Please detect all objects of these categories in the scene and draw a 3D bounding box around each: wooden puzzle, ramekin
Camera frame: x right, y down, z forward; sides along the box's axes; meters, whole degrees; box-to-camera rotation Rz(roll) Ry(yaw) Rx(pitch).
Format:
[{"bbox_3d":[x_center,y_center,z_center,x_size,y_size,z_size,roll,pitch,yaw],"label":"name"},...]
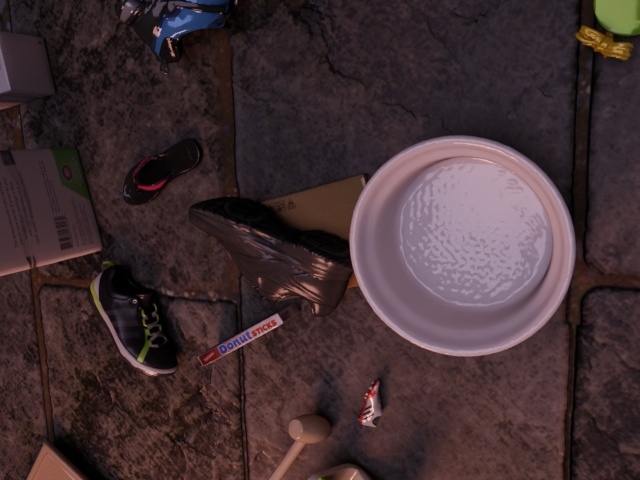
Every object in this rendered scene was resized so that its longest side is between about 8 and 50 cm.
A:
[{"bbox_3d":[-0.519,0.549,1.304,0.221,0.044,0.238,37,116,13],"label":"wooden puzzle"},{"bbox_3d":[0.190,-0.001,0.835,0.278,0.135,0.277,5,102,23],"label":"ramekin"}]

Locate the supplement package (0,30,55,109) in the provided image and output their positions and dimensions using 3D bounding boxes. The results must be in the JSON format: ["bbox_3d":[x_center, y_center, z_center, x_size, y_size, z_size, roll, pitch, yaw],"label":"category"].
[{"bbox_3d":[-0.590,-0.300,1.141,0.180,0.105,0.105,-8,95,25],"label":"supplement package"}]

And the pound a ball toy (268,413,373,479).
[{"bbox_3d":[-0.005,0.461,1.027,0.208,0.136,0.319,43,116,39],"label":"pound a ball toy"}]

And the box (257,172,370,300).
[{"bbox_3d":[0.000,0.000,0.982,0.201,0.021,0.164,-13,94,25],"label":"box"}]

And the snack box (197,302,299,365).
[{"bbox_3d":[-0.118,0.155,1.038,0.178,0.064,0.022,-31,88,25],"label":"snack box"}]

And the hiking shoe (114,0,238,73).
[{"bbox_3d":[-0.158,-0.391,0.953,0.304,0.113,0.132,-29,117,19],"label":"hiking shoe"}]

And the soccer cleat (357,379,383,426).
[{"bbox_3d":[0.085,0.256,0.989,0.036,0.029,0.083,20,110,10],"label":"soccer cleat"}]

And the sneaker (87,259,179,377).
[{"bbox_3d":[-0.324,0.135,1.115,0.234,0.084,0.097,48,113,9],"label":"sneaker"}]

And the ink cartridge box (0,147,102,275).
[{"bbox_3d":[-0.525,-0.046,1.066,0.115,0.273,0.198,-11,95,25],"label":"ink cartridge box"}]

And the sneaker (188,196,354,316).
[{"bbox_3d":[-0.086,0.024,0.959,0.286,0.109,0.130,26,115,20],"label":"sneaker"}]

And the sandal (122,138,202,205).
[{"bbox_3d":[-0.279,-0.117,1.073,0.179,0.040,0.067,-29,88,25],"label":"sandal"}]

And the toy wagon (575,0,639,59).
[{"bbox_3d":[0.406,-0.371,0.711,0.267,0.068,0.344,32,111,16],"label":"toy wagon"}]
